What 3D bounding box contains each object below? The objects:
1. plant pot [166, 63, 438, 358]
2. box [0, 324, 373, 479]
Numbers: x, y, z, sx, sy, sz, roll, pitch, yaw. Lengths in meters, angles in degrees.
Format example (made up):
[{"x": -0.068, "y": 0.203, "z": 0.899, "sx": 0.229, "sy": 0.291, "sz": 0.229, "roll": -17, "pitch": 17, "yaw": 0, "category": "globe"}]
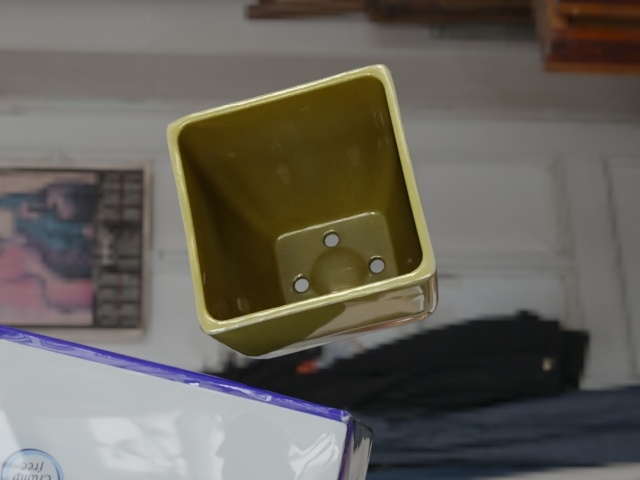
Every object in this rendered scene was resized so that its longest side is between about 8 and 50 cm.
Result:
[{"x": 0.000, "y": 0.000, "z": 0.581, "sx": 0.083, "sy": 0.081, "sz": 0.081, "roll": 62, "pitch": -165, "yaw": -65, "category": "plant pot"}, {"x": -0.051, "y": 0.081, "z": 0.554, "sx": 0.137, "sy": 0.126, "sz": 0.072, "roll": 62, "pitch": -138, "yaw": -81, "category": "box"}]
